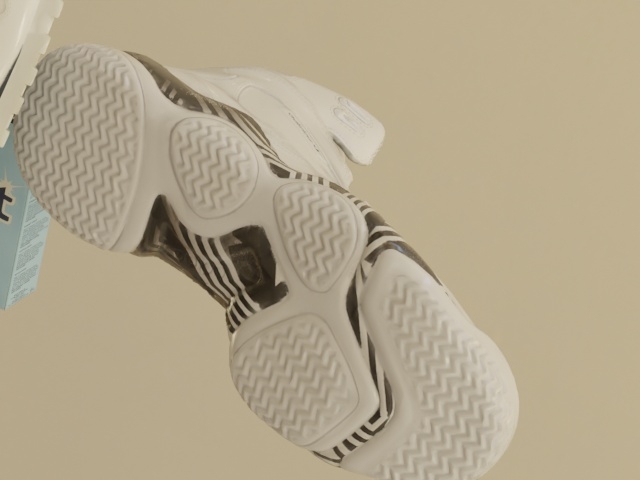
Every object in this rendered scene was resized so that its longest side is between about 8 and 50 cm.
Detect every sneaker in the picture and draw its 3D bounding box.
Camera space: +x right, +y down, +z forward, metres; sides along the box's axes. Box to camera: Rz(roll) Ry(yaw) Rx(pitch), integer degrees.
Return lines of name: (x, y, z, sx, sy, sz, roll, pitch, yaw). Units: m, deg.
sneaker: (-0.217, -0.102, 1.077, 0.095, 0.090, 0.235, 24, -86, -12)
sneaker: (0.000, 0.000, 1.124, 0.366, 0.210, 0.137, 38, -67, 21)

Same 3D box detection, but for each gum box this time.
gum box: (-0.265, -0.064, 1.350, 0.157, 0.041, 0.184, 31, -54, 17)
